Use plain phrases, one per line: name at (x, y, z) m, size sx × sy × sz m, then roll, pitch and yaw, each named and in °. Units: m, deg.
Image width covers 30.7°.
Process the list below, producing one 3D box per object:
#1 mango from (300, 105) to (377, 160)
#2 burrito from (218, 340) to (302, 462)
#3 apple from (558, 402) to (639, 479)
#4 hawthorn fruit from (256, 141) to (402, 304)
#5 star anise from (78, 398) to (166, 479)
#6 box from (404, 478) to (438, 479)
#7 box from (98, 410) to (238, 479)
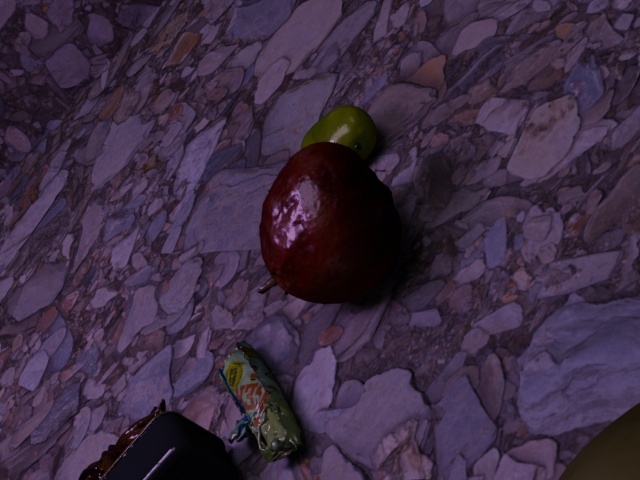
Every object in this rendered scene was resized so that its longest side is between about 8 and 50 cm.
mango at (0.029, -0.160, 1.954) m, size 0.163 × 0.089 × 0.117 m, roll -31°, pitch 43°, yaw 50°
burrito at (-0.102, 0.247, 1.724) m, size 0.104 × 0.054 × 0.288 m, roll -49°, pitch 32°, yaw 5°
apple at (0.327, 0.288, 0.879) m, size 0.357 × 0.357 × 0.357 m, roll -32°, pitch 36°, yaw 28°
hawthorn fruit at (0.000, 0.000, 1.723) m, size 0.266 × 0.210 × 0.230 m, roll -51°, pitch 42°, yaw 27°
star anise at (-0.304, 0.366, 1.829) m, size 0.272 × 0.102 × 0.272 m, roll -47°, pitch 6°, yaw 6°
box at (0.106, 0.354, 1.273) m, size 0.151 × 0.151 × 0.135 m, roll -33°, pitch 44°, yaw 26°
box at (-0.226, 0.363, 1.683) m, size 0.201 × 0.144 × 0.090 m, roll -49°, pitch 36°, yaw 2°
